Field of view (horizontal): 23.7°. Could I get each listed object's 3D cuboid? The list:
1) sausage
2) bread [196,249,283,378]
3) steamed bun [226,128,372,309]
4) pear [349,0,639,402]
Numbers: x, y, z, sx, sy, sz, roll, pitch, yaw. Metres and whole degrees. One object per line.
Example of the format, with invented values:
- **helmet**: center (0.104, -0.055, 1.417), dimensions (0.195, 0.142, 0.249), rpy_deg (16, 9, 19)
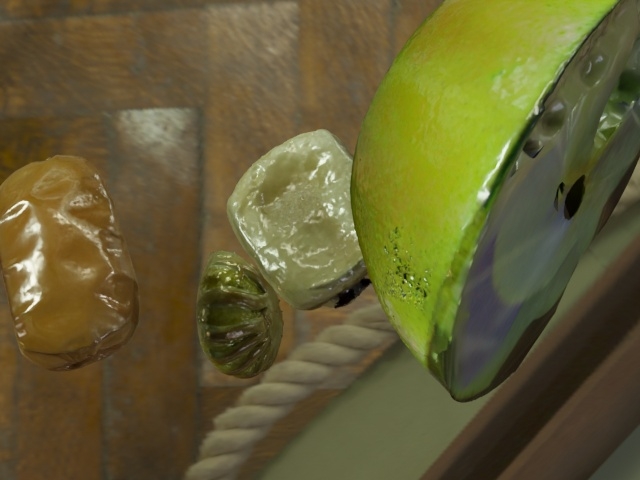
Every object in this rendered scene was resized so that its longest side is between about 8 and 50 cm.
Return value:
- **sausage**: center (-0.265, 0.019, 1.568), dimensions (0.136, 0.120, 0.241), rpy_deg (-21, 63, -3)
- **bread**: center (-0.098, 0.089, 1.704), dimensions (0.083, 0.094, 0.157), rpy_deg (6, 108, 30)
- **steamed bun**: center (0.000, 0.000, 1.528), dimensions (0.140, 0.155, 0.172), rpy_deg (-30, 63, -2)
- **pear**: center (0.145, -0.075, 1.325), dimensions (0.165, 0.399, 0.399), rpy_deg (28, 94, 22)
